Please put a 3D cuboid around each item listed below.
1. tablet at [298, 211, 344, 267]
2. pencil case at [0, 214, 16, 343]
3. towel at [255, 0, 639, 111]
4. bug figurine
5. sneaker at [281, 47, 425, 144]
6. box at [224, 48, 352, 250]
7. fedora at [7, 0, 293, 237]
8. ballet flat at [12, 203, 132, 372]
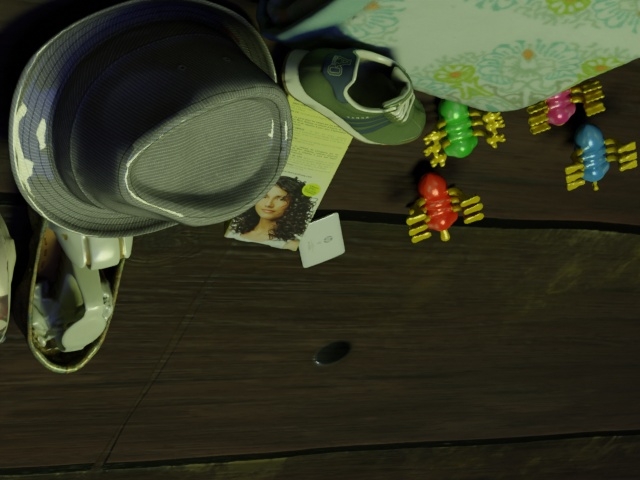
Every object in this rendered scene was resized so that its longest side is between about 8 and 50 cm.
[{"bbox_3d":[0.000,0.000,1.695,0.054,0.006,0.083,-21,146,-7],"label":"tablet"},{"bbox_3d":[-0.482,0.075,1.286,0.410,0.160,0.183,-18,172,-33],"label":"pencil case"},{"bbox_3d":[0.174,-0.227,1.314,0.320,0.090,0.374,17,154,-37],"label":"towel"},{"bbox_3d":[0.217,-0.103,1.637,0.279,0.072,0.216,-17,139,-4],"label":"bug figurine"},{"bbox_3d":[0.056,-0.133,1.352,0.086,0.064,0.192,2,168,42],"label":"sneaker"},{"bbox_3d":[-0.027,-0.090,1.495,0.087,0.058,0.232,11,134,-16],"label":"box"},{"bbox_3d":[-0.132,-0.094,1.318,0.275,0.124,0.243,-9,121,-37],"label":"fedora"},{"bbox_3d":[-0.240,0.010,1.461,0.123,0.123,0.348,-6,141,-26],"label":"ballet flat"}]
